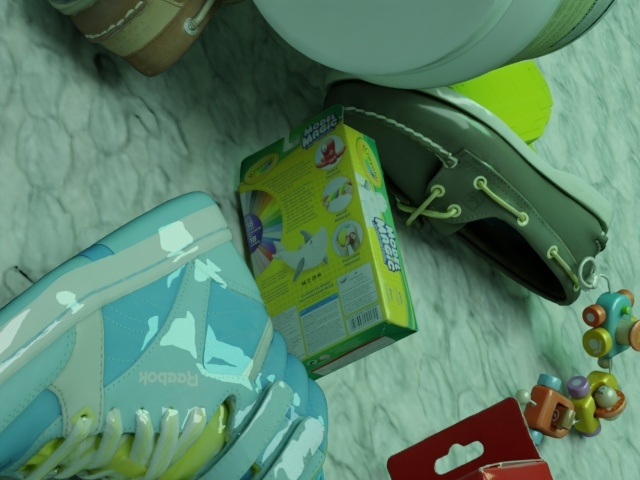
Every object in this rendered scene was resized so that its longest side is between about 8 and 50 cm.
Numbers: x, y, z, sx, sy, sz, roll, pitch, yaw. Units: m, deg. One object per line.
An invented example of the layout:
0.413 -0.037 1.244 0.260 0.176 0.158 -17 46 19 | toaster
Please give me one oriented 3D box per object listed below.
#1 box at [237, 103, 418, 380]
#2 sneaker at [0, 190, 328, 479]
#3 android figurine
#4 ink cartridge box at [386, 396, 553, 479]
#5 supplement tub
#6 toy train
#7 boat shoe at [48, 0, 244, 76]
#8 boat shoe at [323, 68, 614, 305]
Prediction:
0.000 0.000 1.043 0.043 0.105 0.179 22 49 -49 | box
-0.101 0.110 0.832 0.208 0.127 0.319 55 37 -2 | sneaker
0.118 -0.178 1.351 0.248 0.056 0.272 -23 82 -54 | android figurine
0.100 0.231 0.966 0.078 0.134 0.231 3 61 -47 | ink cartridge box
0.095 -0.236 1.093 0.235 0.235 0.325 59 26 2 | supplement tub
0.225 0.103 1.225 0.125 0.046 0.166 38 71 -47 | toy train
-0.091 -0.228 1.108 0.116 0.123 0.324 52 42 -19 | boat shoe
0.119 -0.043 1.211 0.305 0.109 0.091 29 71 -31 | boat shoe
